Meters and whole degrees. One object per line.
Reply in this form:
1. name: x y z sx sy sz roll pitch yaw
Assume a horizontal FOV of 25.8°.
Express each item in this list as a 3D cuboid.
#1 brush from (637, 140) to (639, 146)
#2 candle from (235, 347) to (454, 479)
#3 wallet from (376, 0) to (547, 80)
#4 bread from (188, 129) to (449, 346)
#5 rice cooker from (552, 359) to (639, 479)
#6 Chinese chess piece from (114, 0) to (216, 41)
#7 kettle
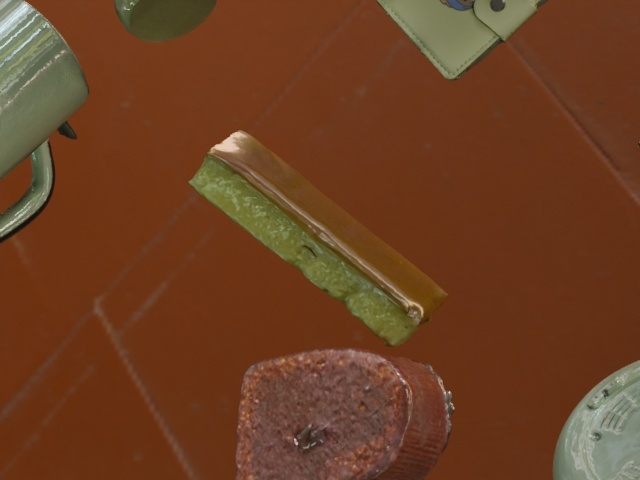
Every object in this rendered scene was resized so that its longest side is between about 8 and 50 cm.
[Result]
1. brush: 0.445 -0.133 1.574 0.070 0.196 0.021 -125 21 -56
2. candle: -0.002 0.250 1.792 0.317 0.131 0.287 -52 49 13
3. wallet: 0.139 -0.226 1.228 0.155 0.039 0.110 -42 96 6
4. bread: 0.000 -0.001 1.842 0.361 0.138 0.077 39 112 3
5. rice cooker: 0.412 0.288 1.523 0.288 0.277 0.288 -21 35 16
6. Chinese chess piece: -0.121 -0.193 1.097 0.084 0.084 0.034 -41 62 26
7. kettle: -0.375 -0.106 1.489 0.165 0.240 0.255 7 48 44
